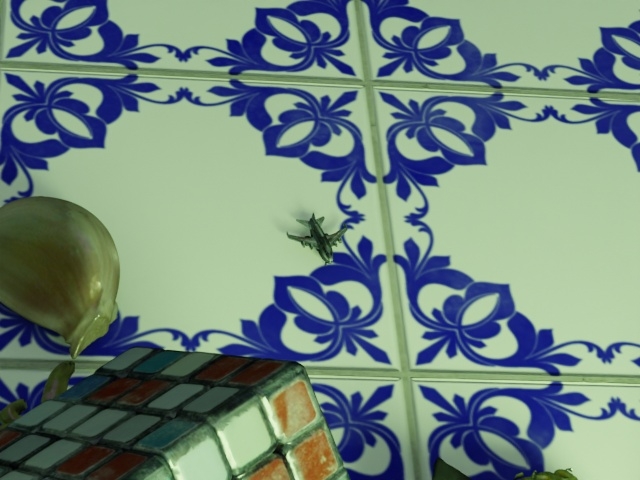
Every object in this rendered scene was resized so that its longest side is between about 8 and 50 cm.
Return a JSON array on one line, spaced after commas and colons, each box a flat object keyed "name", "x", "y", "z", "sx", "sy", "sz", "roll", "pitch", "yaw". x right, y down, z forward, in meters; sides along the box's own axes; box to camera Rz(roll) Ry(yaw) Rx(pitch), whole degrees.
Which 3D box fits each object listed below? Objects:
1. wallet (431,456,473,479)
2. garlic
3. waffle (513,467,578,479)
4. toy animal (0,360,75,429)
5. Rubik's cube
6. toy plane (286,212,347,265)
[{"name": "wallet", "x": 0.178, "y": 0.398, "z": 1.734, "sx": 0.247, "sy": 0.041, "sz": 0.323, "roll": 38, "pitch": 39, "yaw": -19}, {"name": "garlic", "x": -0.344, "y": 0.010, "z": 2.049, "sx": 0.266, "sy": 0.128, "sz": 0.148, "roll": 21, "pitch": 35, "yaw": 23}, {"name": "waffle", "x": 0.261, "y": 0.329, "z": 1.807, "sx": 0.214, "sy": 0.054, "sz": 0.208, "roll": -16, "pitch": 71, "yaw": -56}, {"name": "toy animal", "x": -0.313, "y": 0.214, "z": 1.867, "sx": 0.219, "sy": 0.103, "sz": 0.101, "roll": -27, "pitch": 76, "yaw": -32}, {"name": "Rubik's cube", "x": -0.149, "y": 0.290, "z": 1.607, "sx": 0.292, "sy": 0.287, "sz": 0.293, "roll": -33, "pitch": 20, "yaw": -33}, {"name": "toy plane", "x": 0.000, "y": 0.000, "z": 2.148, "sx": 0.078, "sy": 0.031, "sz": 0.083, "roll": -8, "pitch": 50, "yaw": -17}]
